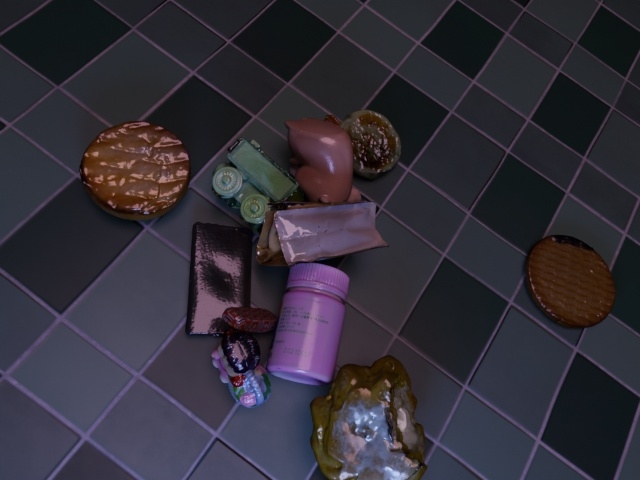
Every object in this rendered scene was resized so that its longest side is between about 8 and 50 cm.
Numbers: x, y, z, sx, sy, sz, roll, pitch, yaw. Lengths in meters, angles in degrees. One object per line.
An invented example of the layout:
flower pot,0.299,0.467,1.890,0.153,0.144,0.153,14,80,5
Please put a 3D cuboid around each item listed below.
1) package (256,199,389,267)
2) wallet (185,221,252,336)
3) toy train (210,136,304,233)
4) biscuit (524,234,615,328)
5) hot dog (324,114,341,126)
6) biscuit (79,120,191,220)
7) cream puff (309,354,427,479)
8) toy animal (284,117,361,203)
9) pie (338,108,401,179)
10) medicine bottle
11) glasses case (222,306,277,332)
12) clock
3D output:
package,-0.002,-0.033,1.374,0.311,0.221,0.164,-8,93,-27
wallet,-0.276,0.106,1.398,0.171,0.044,0.320,4,67,-15
toy train,-0.179,-0.146,1.433,0.272,0.159,0.188,42,86,13
biscuit,0.807,0.130,1.640,0.318,0.040,0.317,4,67,-10
hot dog,0.058,-0.365,1.664,0.049,0.037,0.122,-39,83,-9
biscuit,-0.514,-0.193,1.428,0.297,0.102,0.296,3,72,-10
cream puff,0.114,0.465,1.246,0.275,0.270,0.323,-14,74,6
toy animal,-0.004,-0.224,1.505,0.213,0.256,0.195,15,28,34
pie,0.157,-0.311,1.634,0.241,0.054,0.240,5,76,-21
medicine bottle,-0.028,0.220,1.336,0.178,0.178,0.290,14,66,-7
glasses case,-0.178,0.210,1.311,0.073,0.194,0.049,34,98,28
clock,-0.192,0.316,1.252,0.100,0.195,0.194,-25,75,-23
